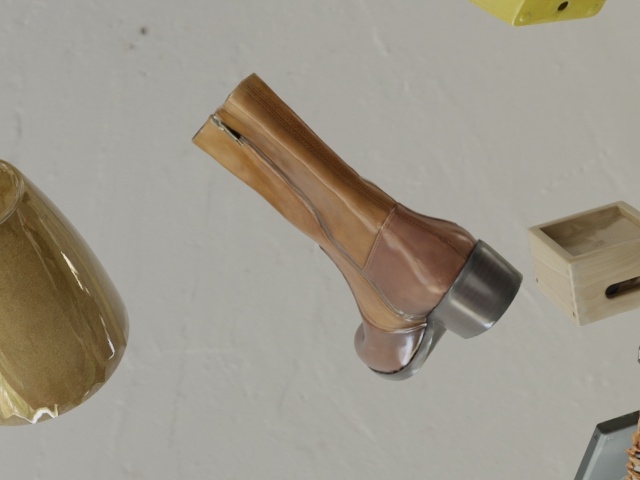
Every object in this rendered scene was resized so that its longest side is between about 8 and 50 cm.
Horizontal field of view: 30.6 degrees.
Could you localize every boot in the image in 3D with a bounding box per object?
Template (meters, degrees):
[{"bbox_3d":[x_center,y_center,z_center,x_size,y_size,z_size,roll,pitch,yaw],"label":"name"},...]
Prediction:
[{"bbox_3d":[0.000,0.000,1.003,0.280,0.264,0.096,35,-107,-5],"label":"boot"}]

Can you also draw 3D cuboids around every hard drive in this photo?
[{"bbox_3d":[0.400,0.290,1.599,0.094,0.022,0.135,-13,-45,-23],"label":"hard drive"}]

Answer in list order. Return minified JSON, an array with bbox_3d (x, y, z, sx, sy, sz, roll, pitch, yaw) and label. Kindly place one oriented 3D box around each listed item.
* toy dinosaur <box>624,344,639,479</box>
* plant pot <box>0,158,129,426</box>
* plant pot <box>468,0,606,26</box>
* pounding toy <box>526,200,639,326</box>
[{"bbox_3d":[0.490,0.216,1.496,0.164,0.218,0.322,-20,-44,-56],"label":"toy dinosaur"},{"bbox_3d":[-0.353,0.035,1.290,0.237,0.237,0.254,-37,-35,-24],"label":"plant pot"},{"bbox_3d":[0.267,-0.381,1.430,0.212,0.212,0.187,-11,-124,-28],"label":"plant pot"},{"bbox_3d":[0.363,0.034,1.337,0.181,0.206,0.094,-16,-68,-7],"label":"pounding toy"}]
